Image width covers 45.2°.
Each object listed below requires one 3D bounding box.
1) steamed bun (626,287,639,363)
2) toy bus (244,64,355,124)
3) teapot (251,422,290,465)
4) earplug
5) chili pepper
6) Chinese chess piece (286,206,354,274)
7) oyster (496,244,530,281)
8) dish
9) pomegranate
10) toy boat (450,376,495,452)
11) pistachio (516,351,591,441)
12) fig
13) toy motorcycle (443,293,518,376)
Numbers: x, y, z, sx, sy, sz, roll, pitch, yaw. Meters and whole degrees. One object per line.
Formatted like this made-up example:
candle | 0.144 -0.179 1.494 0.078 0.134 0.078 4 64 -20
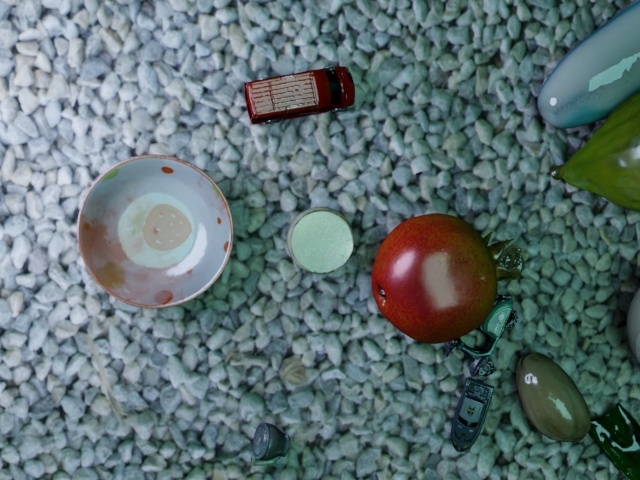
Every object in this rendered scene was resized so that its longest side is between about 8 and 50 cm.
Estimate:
steamed bun | 0.697 0.139 1.375 0.282 0.177 0.283 10 133 11
toy bus | -0.033 -0.256 1.335 0.195 0.089 0.081 -11 95 -6
teapot | -0.091 0.373 1.387 0.056 0.066 0.088 16 114 -24
earplug | 0.527 -0.317 1.362 0.324 0.185 0.185 -34 96 3
chili pepper | 0.598 0.401 1.460 0.224 0.061 0.098 42 89 -8
Chinese chess piece | 0.000 0.000 1.375 0.122 0.051 0.122 -1 95 -7
oyster | 0.350 0.051 1.426 0.051 0.034 0.093 34 94 0
dish | -0.280 -0.017 1.326 0.260 0.085 0.261 0 95 -5
pomegranate | 0.215 0.060 1.324 0.256 0.221 0.221 -12 95 -6
toy boat | 0.277 0.327 1.424 0.055 0.060 0.141 19 97 17
pistachio | 0.427 0.291 1.414 0.126 0.108 0.186 -35 89 -26
fig | 0.580 -0.139 1.319 0.232 0.314 0.233 10 62 -19
toy motorcycle | 0.297 0.166 1.415 0.100 0.058 0.173 23 92 -3
